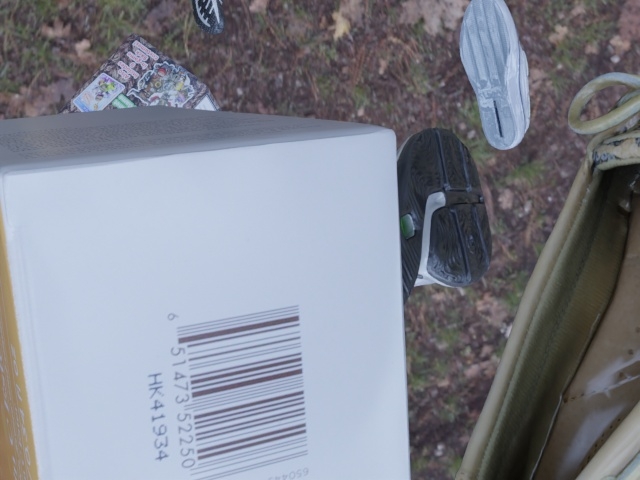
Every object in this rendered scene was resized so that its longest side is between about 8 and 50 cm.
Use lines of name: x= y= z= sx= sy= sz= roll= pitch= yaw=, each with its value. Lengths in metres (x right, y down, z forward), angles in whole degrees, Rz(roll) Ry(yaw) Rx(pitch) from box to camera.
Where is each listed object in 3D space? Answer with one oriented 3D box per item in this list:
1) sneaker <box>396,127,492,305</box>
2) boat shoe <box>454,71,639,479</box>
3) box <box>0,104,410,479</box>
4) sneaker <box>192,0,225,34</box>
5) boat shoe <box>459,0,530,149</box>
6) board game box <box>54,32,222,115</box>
sneaker: x=0.000 y=-0.001 z=0.911 sx=0.258 sy=0.447 sz=0.169 roll=-11 pitch=94 yaw=31
boat shoe: x=0.132 y=0.005 z=0.325 sx=0.089 sy=0.285 sz=0.105 roll=32 pitch=163 yaw=-33
box: x=-0.109 y=0.039 z=0.514 sx=0.168 sy=0.345 sz=0.214 roll=-9 pitch=103 yaw=-25
sneaker: x=-0.118 y=-0.268 z=0.968 sx=0.044 sy=0.109 sz=0.040 roll=1 pitch=149 yaw=-38
boat shoe: x=0.255 y=-0.246 z=1.281 sx=0.083 sy=0.076 sz=0.226 roll=7 pitch=120 yaw=33
board game box: x=-0.267 y=-0.091 z=1.234 sx=0.291 sy=0.141 sz=0.232 roll=-49 pitch=160 yaw=-9
